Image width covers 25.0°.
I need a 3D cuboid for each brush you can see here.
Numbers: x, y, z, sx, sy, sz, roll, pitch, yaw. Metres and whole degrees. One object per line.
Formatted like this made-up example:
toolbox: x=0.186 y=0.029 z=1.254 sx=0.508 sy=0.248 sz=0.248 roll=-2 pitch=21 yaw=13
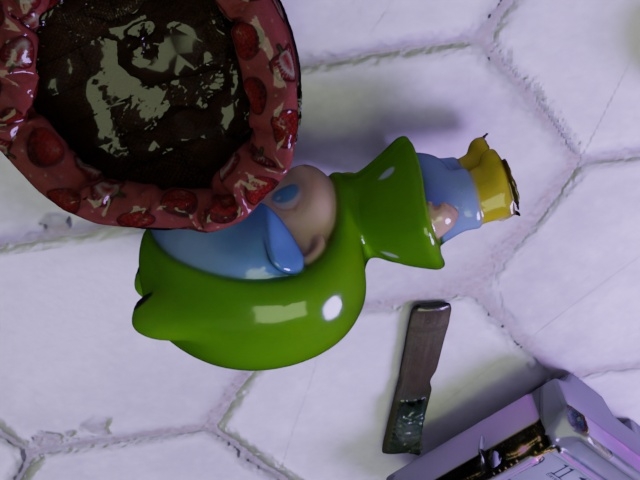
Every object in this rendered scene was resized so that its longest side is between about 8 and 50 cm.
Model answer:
brush: x=0.079 y=0.122 z=1.185 sx=0.034 sy=0.027 sz=0.190 roll=-2 pitch=135 yaw=-11

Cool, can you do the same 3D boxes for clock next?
clock: x=0.198 y=0.218 z=1.267 sx=0.186 sy=0.083 sz=0.253 roll=-34 pitch=132 yaw=22

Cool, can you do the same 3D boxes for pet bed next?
pet bed: x=-0.105 y=-0.096 z=0.852 sx=0.201 sy=0.053 sz=0.201 roll=0 pitch=104 yaw=1

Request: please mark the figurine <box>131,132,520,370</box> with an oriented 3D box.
figurine: x=0.000 y=0.000 z=0.959 sx=0.263 sy=0.162 sz=0.143 roll=-18 pitch=111 yaw=-1
